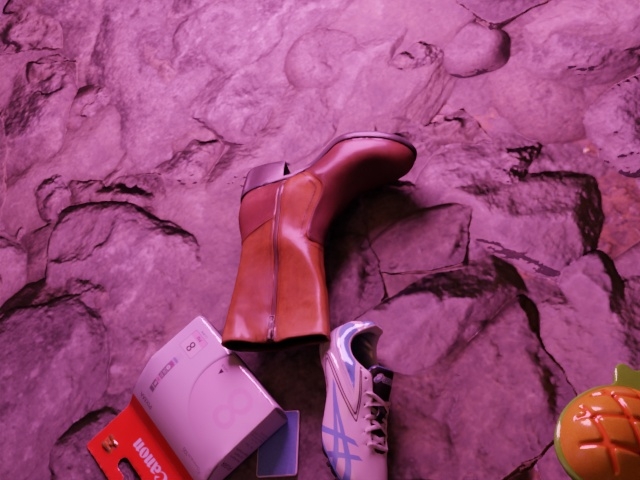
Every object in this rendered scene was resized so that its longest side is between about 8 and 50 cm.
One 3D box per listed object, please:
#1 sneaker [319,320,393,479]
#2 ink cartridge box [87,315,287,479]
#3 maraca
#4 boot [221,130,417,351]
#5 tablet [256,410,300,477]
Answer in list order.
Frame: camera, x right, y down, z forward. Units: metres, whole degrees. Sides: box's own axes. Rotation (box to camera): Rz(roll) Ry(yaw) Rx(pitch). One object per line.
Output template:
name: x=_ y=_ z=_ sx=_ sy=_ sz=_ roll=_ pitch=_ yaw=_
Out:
sneaker: x=0.050 y=0.203 z=1.188 sx=0.086 sy=0.085 sz=0.237 roll=-28 pitch=53 yaw=30
ink cartridge box: x=-0.182 y=0.237 z=1.275 sx=0.232 sy=0.066 sz=0.189 roll=-40 pitch=54 yaw=-8
maraca: x=0.333 y=0.206 z=1.085 sx=0.127 sy=0.099 sz=0.186 roll=39 pitch=56 yaw=22
boot: x=0.000 y=0.000 z=1.287 sx=0.264 sy=0.096 sz=0.280 roll=-10 pitch=51 yaw=16
tablet: x=-0.053 y=0.255 z=1.249 sx=0.054 sy=0.006 sz=0.083 roll=-7 pitch=62 yaw=17
